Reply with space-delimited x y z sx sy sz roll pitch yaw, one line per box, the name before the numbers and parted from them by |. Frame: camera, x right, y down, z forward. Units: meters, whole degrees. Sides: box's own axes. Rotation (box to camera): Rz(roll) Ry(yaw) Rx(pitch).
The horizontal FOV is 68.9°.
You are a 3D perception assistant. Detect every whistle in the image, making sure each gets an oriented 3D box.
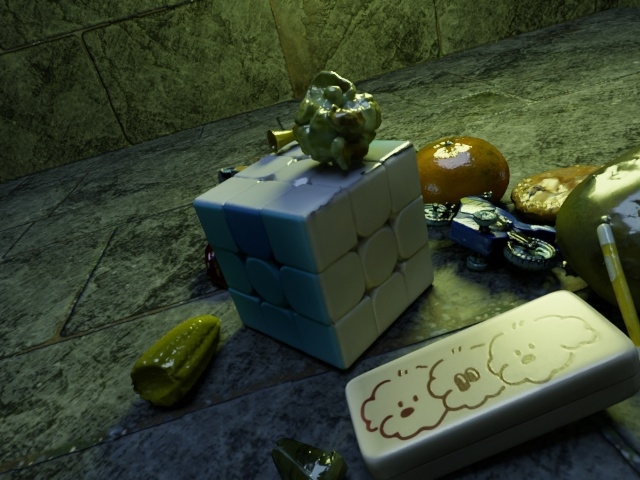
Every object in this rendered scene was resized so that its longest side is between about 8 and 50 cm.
whistle | -0.051 -0.202 0.914 0.109 0.057 0.046 -22 72 -28

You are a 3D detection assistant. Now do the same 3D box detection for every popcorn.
popcorn | 0.025 -0.182 0.746 0.141 0.162 0.135 -11 -19 -45

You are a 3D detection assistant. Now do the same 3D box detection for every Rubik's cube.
Rubik's cube | 0.000 0.000 0.856 0.290 0.292 0.291 13 39 43

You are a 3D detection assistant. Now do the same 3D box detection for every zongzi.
zongzi | -0.033 0.308 0.574 0.104 0.052 0.113 -3 42 38

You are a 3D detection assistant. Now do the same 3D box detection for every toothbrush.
toothbrush | 0.383 0.110 0.573 0.024 0.021 0.288 -1 65 -3

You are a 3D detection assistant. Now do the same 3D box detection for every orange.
orange | 0.323 -0.157 1.114 0.240 0.171 0.240 -11 28 6

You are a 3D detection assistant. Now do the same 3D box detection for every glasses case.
glasses case | 0.203 0.185 0.590 0.336 0.076 0.144 -24 26 2

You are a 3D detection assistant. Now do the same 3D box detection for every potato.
potato | 0.541 -0.050 0.702 0.359 0.219 0.270 -38 23 8

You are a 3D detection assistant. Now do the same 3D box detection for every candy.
candy | -0.241 0.196 0.836 0.106 0.094 0.199 -10 22 22

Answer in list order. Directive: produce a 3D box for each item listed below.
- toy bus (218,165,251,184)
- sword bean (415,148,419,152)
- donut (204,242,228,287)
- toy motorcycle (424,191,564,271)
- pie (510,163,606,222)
toy bus | -0.215 -0.174 1.479 0.209 0.126 0.136 13 30 43
sword bean | 0.323 -0.296 1.549 0.012 0.012 0.083 -21 30 -11
donut | -0.178 0.019 1.135 0.235 0.089 0.235 -13 29 7
toy motorcycle | 0.346 -0.025 0.931 0.168 0.113 0.315 -22 36 -32
pie | 0.541 -0.110 1.010 0.273 0.069 0.273 -16 13 4
